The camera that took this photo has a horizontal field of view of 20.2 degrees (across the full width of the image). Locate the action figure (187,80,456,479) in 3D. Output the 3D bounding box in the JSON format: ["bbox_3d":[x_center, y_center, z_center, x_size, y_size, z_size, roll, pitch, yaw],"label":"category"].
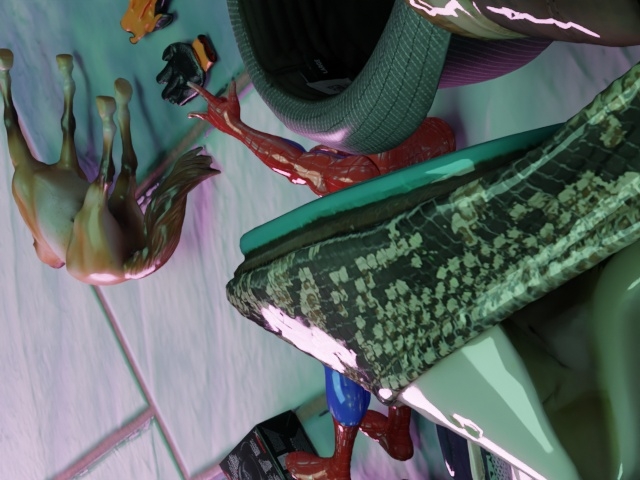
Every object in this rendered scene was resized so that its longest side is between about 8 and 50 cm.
[{"bbox_3d":[0.000,0.000,1.009,0.139,0.091,0.280,34,135,30],"label":"action figure"}]

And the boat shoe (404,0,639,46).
[{"bbox_3d":[0.129,-0.218,0.549,0.123,0.123,0.342,21,87,54],"label":"boat shoe"}]

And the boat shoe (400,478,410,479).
[{"bbox_3d":[0.056,0.172,1.068,0.178,0.064,0.060,19,93,49],"label":"boat shoe"}]

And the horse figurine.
[{"bbox_3d":[-0.164,-0.035,1.263,0.263,0.066,0.174,24,122,51],"label":"horse figurine"}]

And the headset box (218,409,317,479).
[{"bbox_3d":[-0.032,0.160,1.209,0.062,0.032,0.083,60,148,15],"label":"headset box"}]

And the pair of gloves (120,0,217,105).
[{"bbox_3d":[-0.098,-0.131,1.159,0.083,0.010,0.074,59,146,9],"label":"pair of gloves"}]

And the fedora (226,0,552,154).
[{"bbox_3d":[0.049,-0.171,0.782,0.244,0.124,0.275,-133,44,-53],"label":"fedora"}]

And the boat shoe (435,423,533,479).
[{"bbox_3d":[0.156,0.186,0.888,0.158,0.127,0.340,-150,42,-72],"label":"boat shoe"}]

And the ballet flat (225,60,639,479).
[{"bbox_3d":[0.137,-0.005,0.640,0.483,0.164,0.182,-32,74,44],"label":"ballet flat"}]
